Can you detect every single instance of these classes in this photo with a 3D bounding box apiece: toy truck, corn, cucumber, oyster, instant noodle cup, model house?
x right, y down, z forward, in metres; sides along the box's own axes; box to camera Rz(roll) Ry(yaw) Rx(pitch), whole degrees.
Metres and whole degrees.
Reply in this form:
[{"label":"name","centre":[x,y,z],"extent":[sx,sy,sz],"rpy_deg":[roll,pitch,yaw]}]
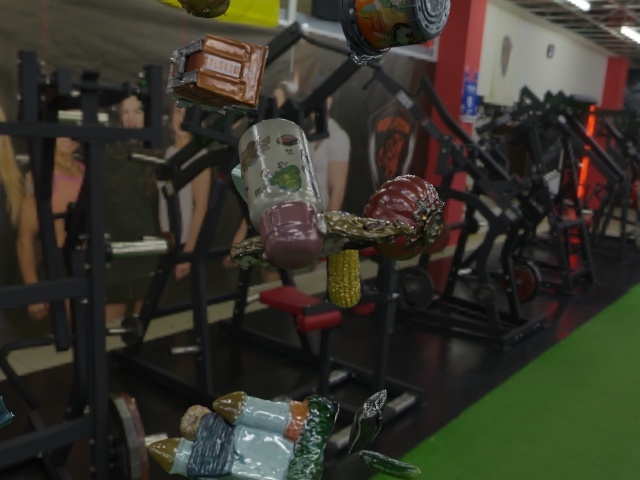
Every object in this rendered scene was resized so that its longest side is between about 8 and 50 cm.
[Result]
[{"label":"toy truck","centre":[-0.296,-0.443,1.767],"extent":[0.207,0.173,0.388],"rpy_deg":[10,3,-28]},{"label":"corn","centre":[0.046,0.053,1.359],"extent":[0.072,0.203,0.072],"rpy_deg":[-3,36,2]},{"label":"corn","centre":[-0.216,0.411,1.346],"extent":[0.080,0.079,0.237],"rpy_deg":[9,-32,26]},{"label":"cucumber","centre":[0.134,0.464,1.357],"extent":[0.155,0.037,0.037],"rpy_deg":[9,12,33]},{"label":"oyster","centre":[-0.001,-0.001,1.203],"extent":[0.345,0.078,0.128],"rpy_deg":[-11,-27,3]},{"label":"instant noodle cup","centre":[0.130,-0.384,1.057],"extent":[0.126,0.208,0.178],"rpy_deg":[12,10,37]},{"label":"model house","centre":[-0.141,0.353,1.122],"extent":[0.291,0.184,0.253],"rpy_deg":[13,-30,-10]}]

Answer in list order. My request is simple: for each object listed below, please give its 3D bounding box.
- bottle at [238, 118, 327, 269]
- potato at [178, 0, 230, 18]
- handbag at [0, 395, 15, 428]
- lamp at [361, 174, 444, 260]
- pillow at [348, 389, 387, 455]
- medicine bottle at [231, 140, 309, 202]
[{"label":"bottle","centre":[-0.057,-0.069,1.034],"extent":[0.121,0.120,0.253],"rpy_deg":[0,50,-20]},{"label":"potato","centre":[-0.217,-0.534,1.134],"extent":[0.173,0.300,0.140],"rpy_deg":[-15,0,35]},{"label":"handbag","centre":[-0.793,0.445,1.448],"extent":[0.221,0.057,0.144],"rpy_deg":[-34,-8,-42]},{"label":"lamp","centre":[0.210,-0.060,1.705],"extent":[0.227,0.226,0.227],"rpy_deg":[4,11,-1]},{"label":"pillow","centre":[0.091,0.360,1.297],"extent":[0.055,0.135,0.091],"rpy_deg":[16,38,3]},{"label":"medicine bottle","centre":[-0.128,-0.205,1.779],"extent":[0.083,0.121,0.229],"rpy_deg":[23,58,41]}]
